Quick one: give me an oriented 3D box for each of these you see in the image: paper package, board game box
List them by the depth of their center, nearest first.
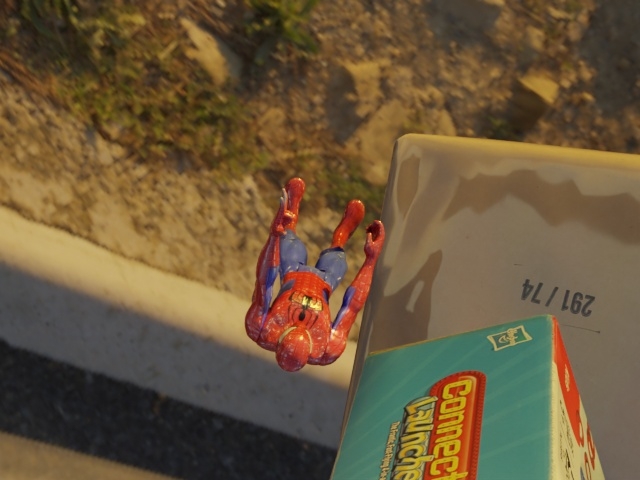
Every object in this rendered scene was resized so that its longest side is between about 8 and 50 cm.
[{"bbox_3d":[0.080,0.228,0.462,0.086,0.308,0.302,-15,109,15],"label":"board game box"},{"bbox_3d":[0.210,0.081,1.119,0.168,0.325,0.309,20,80,-64],"label":"paper package"}]

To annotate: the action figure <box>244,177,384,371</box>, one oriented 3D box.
[{"bbox_3d":[0.000,0.000,1.071,0.091,0.280,0.139,18,118,-4],"label":"action figure"}]
